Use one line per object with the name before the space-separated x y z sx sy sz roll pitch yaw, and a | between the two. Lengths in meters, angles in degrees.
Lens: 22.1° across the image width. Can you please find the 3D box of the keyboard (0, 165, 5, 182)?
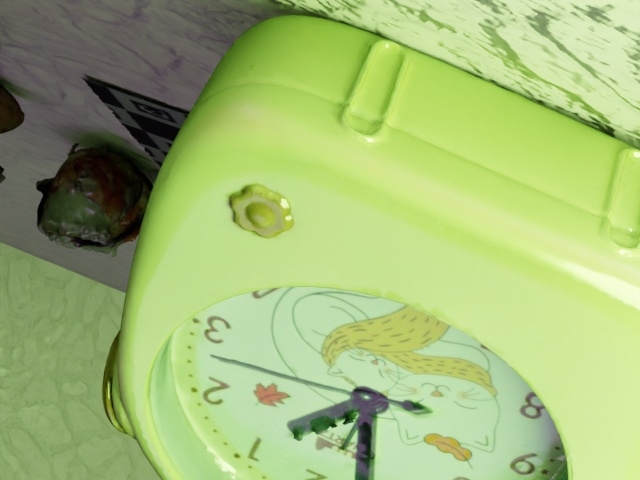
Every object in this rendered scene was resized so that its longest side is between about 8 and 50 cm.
keyboard | -0.323 -0.109 1.348 0.166 0.017 0.055 44 180 4

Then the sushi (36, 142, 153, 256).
sushi | -0.208 -0.037 1.487 0.097 0.103 0.226 37 171 4

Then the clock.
clock | 0.031 0.068 0.877 0.286 0.117 0.348 24 134 -2

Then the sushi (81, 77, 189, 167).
sushi | 0.000 0.000 1.307 0.359 0.064 0.343 19 172 10

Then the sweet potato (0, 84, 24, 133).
sweet potato | -0.298 -0.128 1.286 0.050 0.050 0.214 18 171 22
